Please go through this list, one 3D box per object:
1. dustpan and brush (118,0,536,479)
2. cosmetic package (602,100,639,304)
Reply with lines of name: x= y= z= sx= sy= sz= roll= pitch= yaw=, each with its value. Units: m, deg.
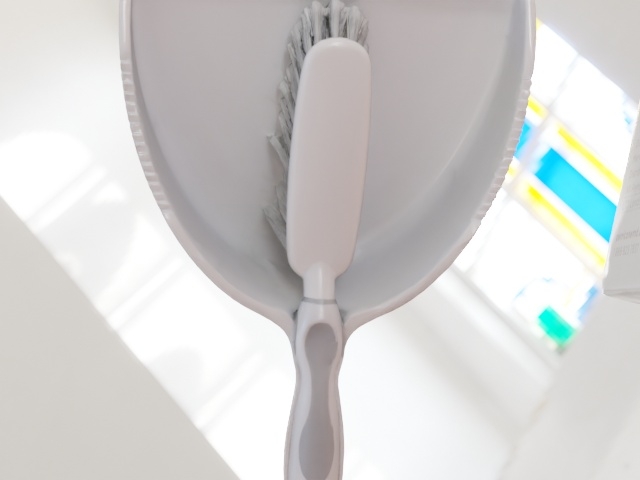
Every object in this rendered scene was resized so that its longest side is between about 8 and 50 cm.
dustpan and brush: x=0.000 y=0.000 z=0.674 sx=0.147 sy=0.060 sz=0.211 roll=2 pitch=-74 yaw=-9
cosmetic package: x=0.317 y=-0.167 z=1.008 sx=0.161 sy=0.230 sz=0.453 roll=162 pitch=122 yaw=-83
